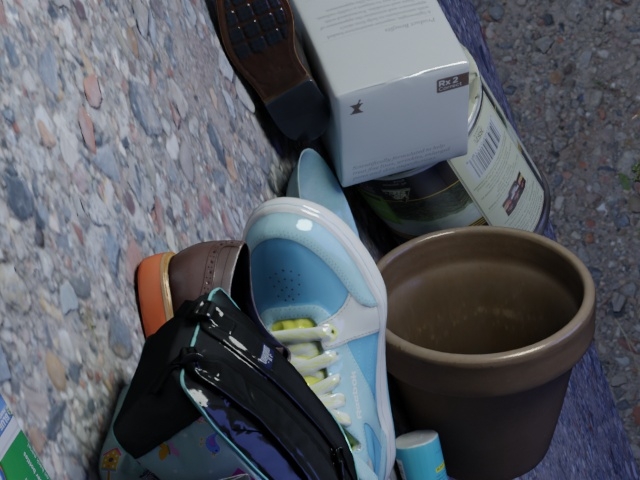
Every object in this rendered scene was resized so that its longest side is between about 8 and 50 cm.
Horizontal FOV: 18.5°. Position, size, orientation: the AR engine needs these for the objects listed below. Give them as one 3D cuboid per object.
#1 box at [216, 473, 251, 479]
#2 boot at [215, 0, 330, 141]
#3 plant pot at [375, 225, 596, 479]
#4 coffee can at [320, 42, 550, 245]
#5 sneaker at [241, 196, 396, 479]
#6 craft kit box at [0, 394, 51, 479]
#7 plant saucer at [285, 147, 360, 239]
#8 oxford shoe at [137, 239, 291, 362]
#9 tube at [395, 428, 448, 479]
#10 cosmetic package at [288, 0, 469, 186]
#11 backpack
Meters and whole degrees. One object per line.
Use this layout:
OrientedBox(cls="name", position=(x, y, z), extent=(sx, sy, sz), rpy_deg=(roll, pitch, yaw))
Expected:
OrientedBox(cls="box", position=(-0.063, 0.289, 1.326), extent=(0.207, 0.108, 0.153), rpy_deg=(-105, 176, -56))
OrientedBox(cls="boot", position=(-0.062, -0.213, 2.069), extent=(0.106, 0.082, 0.219), rpy_deg=(-116, -178, -66))
OrientedBox(cls="plant pot", position=(0.180, 0.145, 2.234), extent=(0.263, 0.263, 0.229), rpy_deg=(-84, 171, -55))
OrientedBox(cls="coffee can", position=(0.140, -0.096, 2.356), extent=(0.275, 0.201, 0.201), rpy_deg=(51, 26, -52))
OrientedBox(cls="sneaker", position=(-0.009, 0.138, 1.665), extent=(0.208, 0.127, 0.319), rpy_deg=(-71, 150, -58))
OrientedBox(cls="craft kit box", position=(-0.237, 0.144, 1.089), extent=(0.246, 0.061, 0.250), rpy_deg=(-76, 146, -56))
OrientedBox(cls="plant saucer", position=(0.000, 0.000, 2.079), extent=(0.195, 0.037, 0.195), rpy_deg=(-17, 90, -74))
OrientedBox(cls="oxford shoe", position=(-0.069, 0.131, 1.586), extent=(0.097, 0.098, 0.271), rpy_deg=(5, 68, -73))
OrientedBox(cls="tube", position=(0.128, 0.313, 2.174), extent=(0.080, 0.052, 0.207), rpy_deg=(-43, 121, -62))
OrientedBox(cls="cosmetic package", position=(0.063, -0.186, 2.149), extent=(0.151, 0.151, 0.183), rpy_deg=(85, -13, -51))
OrientedBox(cls="backpack", position=(-0.065, 0.157, 1.464), extent=(0.188, 0.144, 0.166), rpy_deg=(40, 24, -15))
